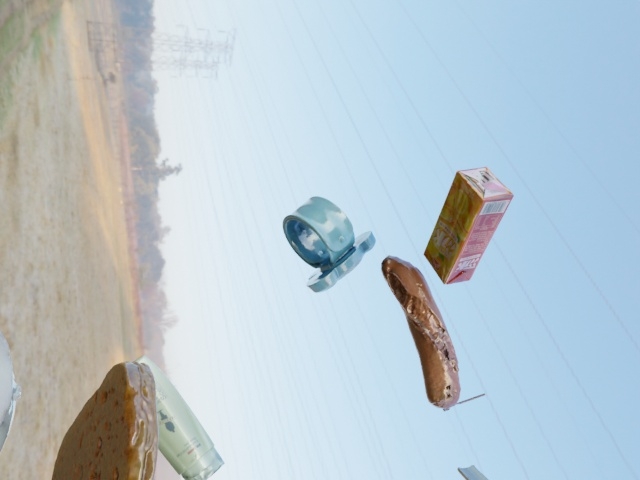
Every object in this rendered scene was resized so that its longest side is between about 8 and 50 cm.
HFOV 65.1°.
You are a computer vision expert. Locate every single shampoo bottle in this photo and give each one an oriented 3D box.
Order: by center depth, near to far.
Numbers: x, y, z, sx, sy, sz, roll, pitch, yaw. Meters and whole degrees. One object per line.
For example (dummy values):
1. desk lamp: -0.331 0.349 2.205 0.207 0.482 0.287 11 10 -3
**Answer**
1. shampoo bottle: -0.233 0.278 0.773 0.212 0.072 0.049 49 -24 9

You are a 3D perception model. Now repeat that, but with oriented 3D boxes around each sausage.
1. sausage: 0.206 0.170 1.008 0.079 0.087 0.326 90 -15 -64

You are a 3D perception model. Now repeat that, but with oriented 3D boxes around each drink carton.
1. drink carton: 0.280 -0.025 0.978 0.096 0.071 0.222 -117 -153 -42

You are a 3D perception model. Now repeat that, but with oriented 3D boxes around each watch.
1. watch: 0.000 0.000 1.193 0.193 0.211 0.211 53 -22 -8

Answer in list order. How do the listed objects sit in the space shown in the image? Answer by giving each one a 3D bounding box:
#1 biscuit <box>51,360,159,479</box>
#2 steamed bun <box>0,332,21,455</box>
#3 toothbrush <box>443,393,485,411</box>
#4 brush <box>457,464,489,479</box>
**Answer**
1. biscuit: -0.248 0.307 0.579 0.277 0.052 0.262 -51 -137 25
2. steamed bun: -0.473 0.179 0.455 0.309 0.310 0.308 176 -90 -67
3. toothbrush: 0.307 0.346 1.073 0.006 0.097 0.008 48 21 -44
4. brush: 0.422 0.643 1.280 0.282 0.054 0.048 140 -57 -84
